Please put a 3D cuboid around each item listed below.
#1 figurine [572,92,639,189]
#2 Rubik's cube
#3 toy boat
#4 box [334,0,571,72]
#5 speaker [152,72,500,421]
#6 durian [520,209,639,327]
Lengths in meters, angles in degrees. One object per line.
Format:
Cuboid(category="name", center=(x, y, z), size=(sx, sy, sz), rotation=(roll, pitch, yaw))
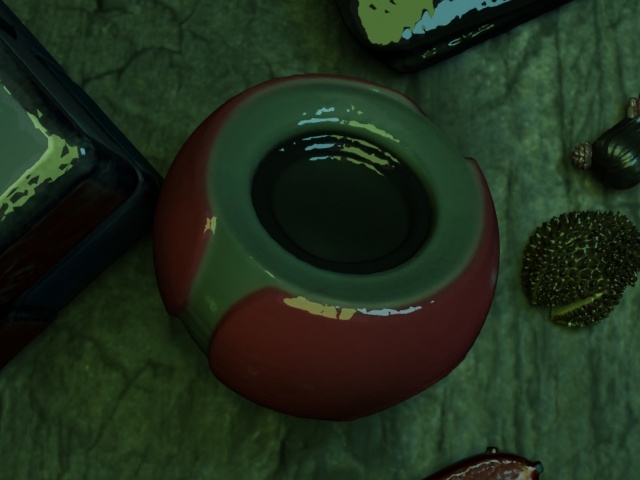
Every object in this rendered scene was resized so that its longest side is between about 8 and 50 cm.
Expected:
Cuboid(category="figurine", center=(0.307, -0.106, 1.153), size=(0.072, 0.054, 0.129), rotation=(40, 76, 10))
Cuboid(category="Rubik's cube", center=(-0.350, -0.056, 0.955), size=(0.313, 0.318, 0.316), rotation=(-42, 82, 0))
Cuboid(category="toy boat", center=(0.129, 0.234, 1.066), size=(0.173, 0.059, 0.069), rotation=(-21, 80, -14))
Cuboid(category="box", center=(0.133, -0.373, 1.186), size=(0.359, 0.091, 0.350), rotation=(-24, 81, -8))
Cuboid(category="speaker", center=(0.000, 0.000, 1.004), size=(0.294, 0.294, 0.294), rotation=(1, 77, -3))
Cuboid(category="durian", center=(0.260, 0.016, 1.116), size=(0.140, 0.071, 0.110), rotation=(-26, 80, -13))
